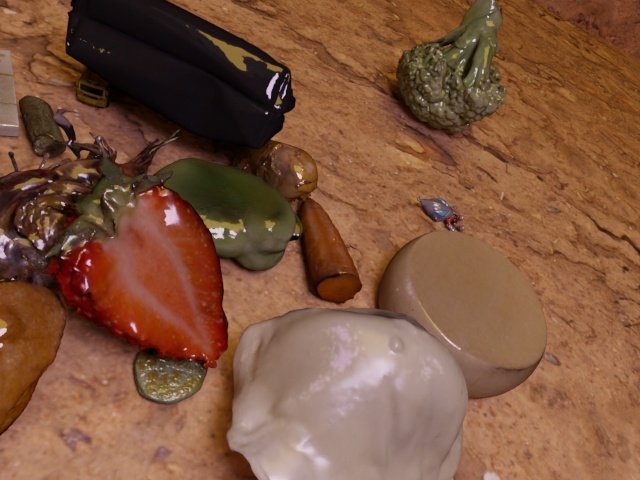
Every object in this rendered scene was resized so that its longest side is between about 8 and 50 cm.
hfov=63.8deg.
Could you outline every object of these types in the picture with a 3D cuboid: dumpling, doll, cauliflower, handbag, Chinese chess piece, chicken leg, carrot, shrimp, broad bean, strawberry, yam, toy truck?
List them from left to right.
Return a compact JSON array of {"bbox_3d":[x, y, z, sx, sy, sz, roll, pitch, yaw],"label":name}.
[{"bbox_3d":[-0.385,-0.158,0.711,0.043,0.043,0.094,-10,58,-37],"label":"yam"},{"bbox_3d":[-0.294,-0.070,0.636,0.145,0.116,0.343,44,43,-8],"label":"shrimp"},{"bbox_3d":[-0.346,-0.249,0.801,0.049,0.054,0.083,16,54,-17],"label":"toy truck"},{"bbox_3d":[-0.184,0.033,0.570,0.228,0.097,0.175,47,54,-35],"label":"strawberry"},{"bbox_3d":[-0.195,-0.266,0.812,0.342,0.152,0.288,27,15,-3],"label":"handbag"},{"bbox_3d":[-0.134,-0.045,0.725,0.227,0.100,0.169,16,39,-16],"label":"broad bean"},{"bbox_3d":[-0.093,-0.117,0.827,0.207,0.101,0.085,28,35,24],"label":"chicken leg"},{"bbox_3d":[0.000,0.000,0.797,0.072,0.072,0.205,5,42,-27],"label":"carrot"},{"bbox_3d":[0.056,0.197,0.558,0.318,0.187,0.243,25,41,-15],"label":"dumpling"},{"bbox_3d":[0.234,-0.056,0.998,0.114,0.039,0.057,27,85,-20],"label":"doll"},{"bbox_3d":[0.219,0.109,0.798,0.273,0.102,0.273,15,47,-17],"label":"Chinese chess piece"},{"bbox_3d":[0.325,-0.378,1.177,0.260,0.281,0.327,45,15,-37],"label":"cauliflower"}]

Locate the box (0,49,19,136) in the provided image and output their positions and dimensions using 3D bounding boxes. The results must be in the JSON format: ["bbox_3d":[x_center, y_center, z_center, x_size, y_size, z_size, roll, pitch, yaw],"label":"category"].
[{"bbox_3d":[-0.476,-0.211,0.715,0.089,0.024,0.167,-3,54,-33],"label":"box"}]

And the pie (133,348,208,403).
[{"bbox_3d":[-0.170,0.148,0.589,0.085,0.017,0.085,16,44,-16],"label":"pie"}]

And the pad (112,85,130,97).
[{"bbox_3d":[-0.246,-0.271,0.921,0.245,0.006,0.170,22,45,-13],"label":"pad"}]

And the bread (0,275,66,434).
[{"bbox_3d":[-0.340,0.133,0.423,0.260,0.129,0.134,-12,61,-36],"label":"bread"}]
